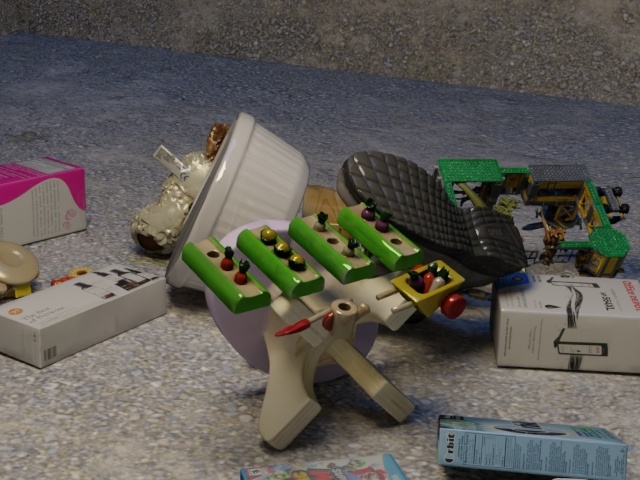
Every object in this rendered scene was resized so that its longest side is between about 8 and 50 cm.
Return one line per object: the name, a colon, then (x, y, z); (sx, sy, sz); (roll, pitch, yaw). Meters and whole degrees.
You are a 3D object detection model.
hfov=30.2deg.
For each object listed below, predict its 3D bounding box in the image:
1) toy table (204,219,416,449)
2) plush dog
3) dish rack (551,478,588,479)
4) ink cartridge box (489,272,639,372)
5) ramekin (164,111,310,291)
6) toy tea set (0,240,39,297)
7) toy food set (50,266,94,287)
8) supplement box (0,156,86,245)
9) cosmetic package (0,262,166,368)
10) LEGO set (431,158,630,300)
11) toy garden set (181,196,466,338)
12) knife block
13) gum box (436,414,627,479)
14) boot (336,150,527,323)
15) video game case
toy table: (0.002, 0.103, 1.357); (0.274, 0.252, 0.161); (29, 9, -39)
plush dog: (-0.170, -0.073, 1.951); (0.263, 0.210, 0.225); (2, -5, 0)
dish rack: (0.338, 0.295, 1.053); (0.333, 0.072, 0.285); (3, 18, -2)
ink cartridge box: (0.333, 0.107, 1.580); (0.203, 0.085, 0.148); (2, 18, 3)
ramekin: (-0.115, -0.040, 1.710); (0.127, 0.272, 0.273); (24, 16, -9)
toy tea set: (-0.576, 0.052, 1.669); (0.336, 0.124, 0.200); (-13, 53, -46)
toy food set: (-0.354, 0.063, 1.741); (0.083, 0.020, 0.083); (17, 23, 37)
supplement box: (-0.505, -0.059, 1.946); (0.114, 0.111, 0.220); (18, 23, 41)
cosmetic package: (-0.322, 0.094, 1.589); (0.099, 0.060, 0.239); (13, 21, 31)
LEGO set: (0.291, 0.012, 1.809); (0.332, 0.192, 0.255); (-7, 50, -16)
toy garden set: (0.014, 0.027, 1.229); (0.244, 0.049, 0.204); (-14, 39, -34)
knife block: (0.000, 0.000, 1.858); (0.242, 0.088, 0.276); (-15, 26, -43)
gum box: (0.214, 0.215, 1.238); (0.185, 0.041, 0.157); (5, -3, 5)
boot: (0.090, 0.021, 1.528); (0.338, 0.223, 0.118); (27, 44, -38)
video game case: (0.011, 0.258, 1.207); (0.166, 0.015, 0.119); (-3, 19, -15)
